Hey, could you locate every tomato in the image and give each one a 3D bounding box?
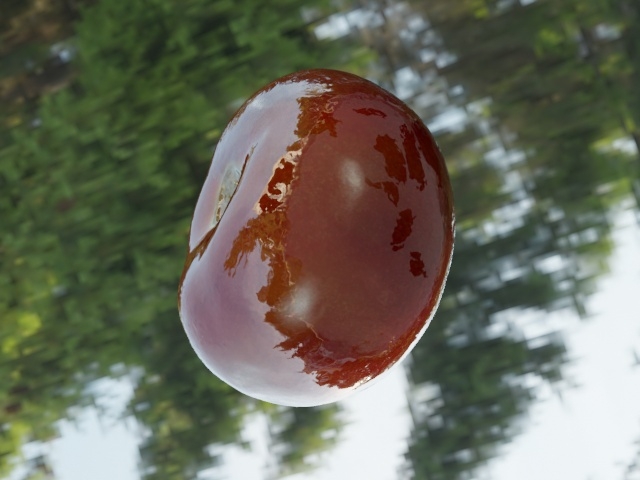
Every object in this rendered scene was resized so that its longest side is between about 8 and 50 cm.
[{"bbox_3d":[0.000,0.000,1.084,0.136,0.195,0.195,21,-128,-15],"label":"tomato"}]
